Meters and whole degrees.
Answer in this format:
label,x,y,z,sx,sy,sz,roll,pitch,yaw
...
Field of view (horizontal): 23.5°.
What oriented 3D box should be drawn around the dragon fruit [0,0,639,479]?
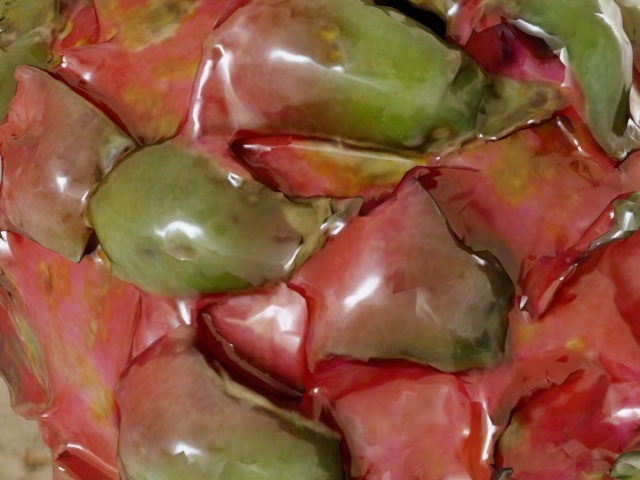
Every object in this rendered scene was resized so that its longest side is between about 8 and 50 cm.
label,x,y,z,sx,sy,sz,roll,pitch,yaw
dragon fruit,0.000,-0.004,0.482,0.231,0.237,0.302,-40,73,-6
